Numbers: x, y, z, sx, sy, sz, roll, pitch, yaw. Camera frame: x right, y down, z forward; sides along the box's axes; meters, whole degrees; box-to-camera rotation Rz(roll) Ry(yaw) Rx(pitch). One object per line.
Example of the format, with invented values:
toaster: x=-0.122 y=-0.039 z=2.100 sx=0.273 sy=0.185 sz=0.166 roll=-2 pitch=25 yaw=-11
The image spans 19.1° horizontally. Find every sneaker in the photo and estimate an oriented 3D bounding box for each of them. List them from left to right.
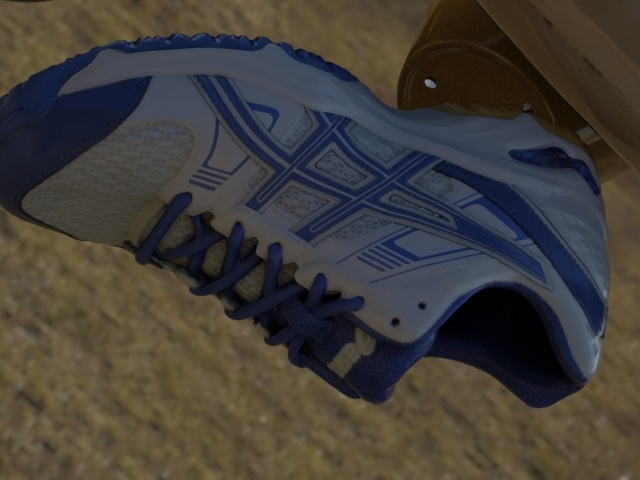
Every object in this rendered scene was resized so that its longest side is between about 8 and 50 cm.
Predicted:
sneaker: x=0.000 y=0.000 z=0.820 sx=0.296 sy=0.112 sz=0.131 roll=7 pitch=59 yaw=-20

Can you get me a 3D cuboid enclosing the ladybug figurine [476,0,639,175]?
ladybug figurine: x=0.217 y=-0.125 z=0.970 sx=0.449 sy=0.162 sz=0.305 roll=37 pitch=25 yaw=-24

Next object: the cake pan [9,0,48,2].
cake pan: x=-0.286 y=-0.363 z=1.747 sx=0.293 sy=0.293 sz=0.054 roll=43 pitch=21 yaw=7

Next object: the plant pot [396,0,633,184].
plant pot: x=0.166 y=-0.135 z=1.218 sx=0.237 sy=0.237 sz=0.254 roll=43 pitch=50 yaw=7
